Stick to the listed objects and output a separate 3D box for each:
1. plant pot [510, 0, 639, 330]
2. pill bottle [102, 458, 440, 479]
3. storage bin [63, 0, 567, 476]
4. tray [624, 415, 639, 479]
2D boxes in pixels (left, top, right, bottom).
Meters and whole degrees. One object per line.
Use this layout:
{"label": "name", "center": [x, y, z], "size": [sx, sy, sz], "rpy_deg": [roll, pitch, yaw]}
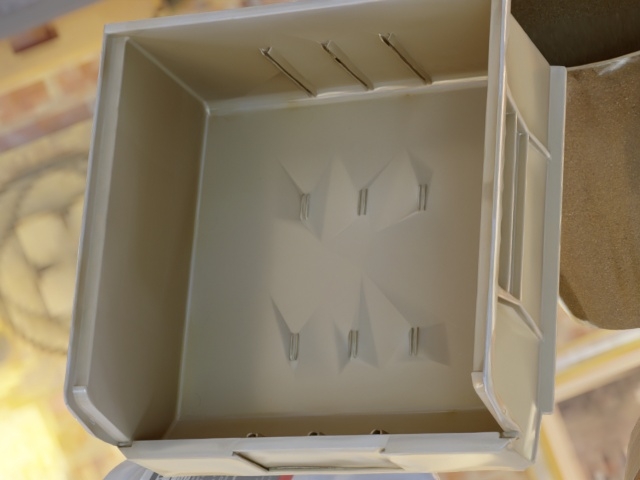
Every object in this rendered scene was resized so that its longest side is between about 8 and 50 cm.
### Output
{"label": "plant pot", "center": [0.226, -0.066, 1.589], "size": [0.237, 0.254, 0.237], "rpy_deg": [-11, -156, 5]}
{"label": "pill bottle", "center": [-0.061, 0.293, 1.987], "size": [0.210, 0.210, 0.363], "rpy_deg": [-25, -169, -40]}
{"label": "storage bin", "center": [0.000, 0.000, 1.181], "size": [0.262, 0.260, 0.123], "rpy_deg": [-4, 160, 24]}
{"label": "tray", "center": [0.394, 0.065, 1.839], "size": [0.203, 0.076, 0.411], "rpy_deg": [-54, 167, -71]}
